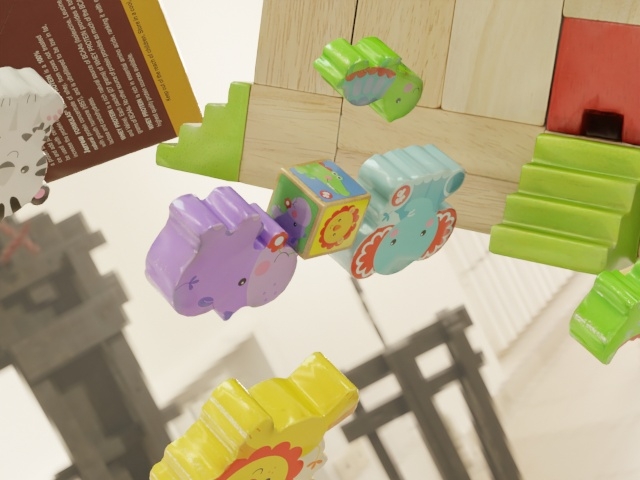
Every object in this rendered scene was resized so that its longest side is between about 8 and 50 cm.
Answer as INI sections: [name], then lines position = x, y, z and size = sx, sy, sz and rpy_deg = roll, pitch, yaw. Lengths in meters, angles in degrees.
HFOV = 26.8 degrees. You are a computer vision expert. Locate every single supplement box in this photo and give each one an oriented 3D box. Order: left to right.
[supplement box]
position = -0.194, -0.134, 0.780
size = 0.194, 0.129, 0.191
rpy_deg = -20, -31, -2

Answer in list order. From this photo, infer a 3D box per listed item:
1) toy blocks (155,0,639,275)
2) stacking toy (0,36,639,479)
[toy blocks]
position = 0.126, -0.129, 0.589
size = 0.381, 0.261, 0.190
rpy_deg = 12, 10, 26
[stacking toy]
position = 0.000, 0.000, 0.444
size = 0.221, 0.167, 0.052
rpy_deg = -13, -45, -40
